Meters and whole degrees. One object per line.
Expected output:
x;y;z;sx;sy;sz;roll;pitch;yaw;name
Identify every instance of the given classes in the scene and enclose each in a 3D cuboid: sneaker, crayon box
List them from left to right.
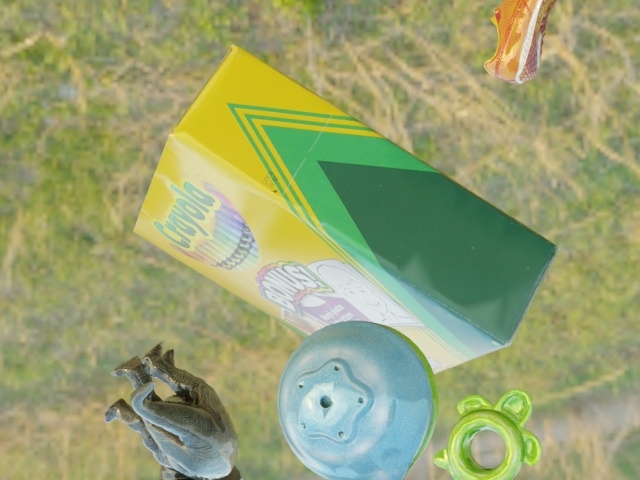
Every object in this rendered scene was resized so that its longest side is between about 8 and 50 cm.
0.000;0.000;1.240;0.313;0.106;0.363;31;163;-4;crayon box
0.227;-0.265;1.537;0.067;0.175;0.064;18;177;27;sneaker

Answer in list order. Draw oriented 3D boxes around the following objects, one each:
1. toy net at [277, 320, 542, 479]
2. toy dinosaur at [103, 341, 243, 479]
0.004;0.152;0.550;0.122;0.232;0.045;22;-178;22;toy net
-0.131;0.185;1.361;0.121;0.160;0.313;-42;169;-27;toy dinosaur
